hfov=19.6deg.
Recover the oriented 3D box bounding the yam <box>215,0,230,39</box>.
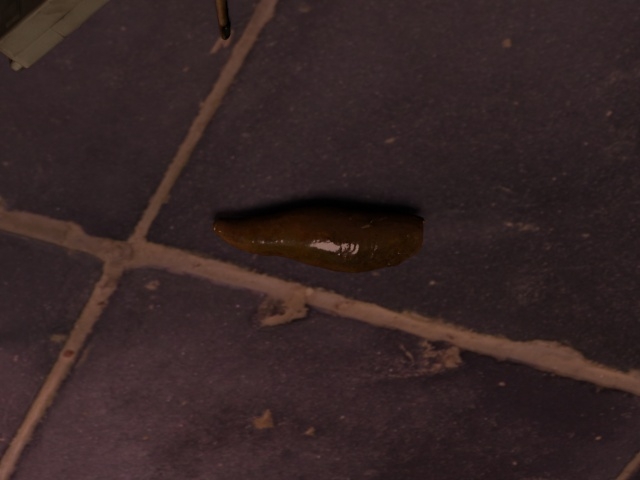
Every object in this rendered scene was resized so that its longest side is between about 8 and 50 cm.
[{"bbox_3d":[-0.101,-0.248,1.899,0.014,0.014,0.107,-6,134,-3],"label":"yam"}]

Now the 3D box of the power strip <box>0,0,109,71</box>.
[{"bbox_3d":[-0.245,-0.254,1.816,0.288,0.093,0.053,-36,132,22],"label":"power strip"}]

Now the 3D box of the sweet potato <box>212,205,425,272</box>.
[{"bbox_3d":[0.000,0.000,2.112,0.244,0.077,0.077,0,133,-11],"label":"sweet potato"}]
